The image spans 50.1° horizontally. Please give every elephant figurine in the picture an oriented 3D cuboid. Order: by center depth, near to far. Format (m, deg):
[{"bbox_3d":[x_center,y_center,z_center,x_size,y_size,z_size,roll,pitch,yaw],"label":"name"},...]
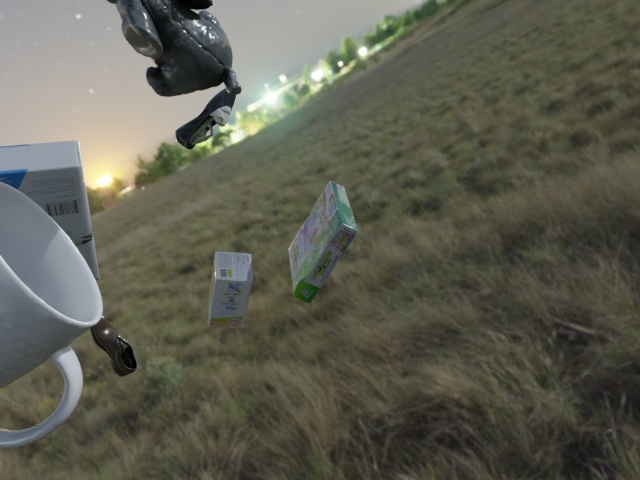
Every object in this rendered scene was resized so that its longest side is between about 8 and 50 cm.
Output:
[{"bbox_3d":[-0.244,-0.338,1.031,0.185,0.239,0.170,-11,56,17],"label":"elephant figurine"}]

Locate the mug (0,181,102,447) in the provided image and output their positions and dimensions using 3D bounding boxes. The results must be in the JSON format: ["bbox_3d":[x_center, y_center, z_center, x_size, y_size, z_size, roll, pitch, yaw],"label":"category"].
[{"bbox_3d":[-0.530,0.150,1.062,0.328,0.374,0.276,-35,6,3],"label":"mug"}]

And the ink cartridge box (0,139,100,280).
[{"bbox_3d":[-0.624,-0.049,1.507,0.223,0.308,0.129,-8,36,-17],"label":"ink cartridge box"}]

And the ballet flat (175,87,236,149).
[{"bbox_3d":[-0.277,-0.300,1.725,0.203,0.074,0.074,-37,11,12],"label":"ballet flat"}]

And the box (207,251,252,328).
[{"bbox_3d":[-0.260,0.144,1.951,0.103,0.203,0.114,4,41,-14],"label":"box"}]

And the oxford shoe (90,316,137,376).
[{"bbox_3d":[-0.666,0.334,2.233,0.096,0.227,0.083,-22,16,39],"label":"oxford shoe"}]

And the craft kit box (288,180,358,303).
[{"bbox_3d":[0.000,0.000,1.823,0.247,0.060,0.250,-61,19,23],"label":"craft kit box"}]
